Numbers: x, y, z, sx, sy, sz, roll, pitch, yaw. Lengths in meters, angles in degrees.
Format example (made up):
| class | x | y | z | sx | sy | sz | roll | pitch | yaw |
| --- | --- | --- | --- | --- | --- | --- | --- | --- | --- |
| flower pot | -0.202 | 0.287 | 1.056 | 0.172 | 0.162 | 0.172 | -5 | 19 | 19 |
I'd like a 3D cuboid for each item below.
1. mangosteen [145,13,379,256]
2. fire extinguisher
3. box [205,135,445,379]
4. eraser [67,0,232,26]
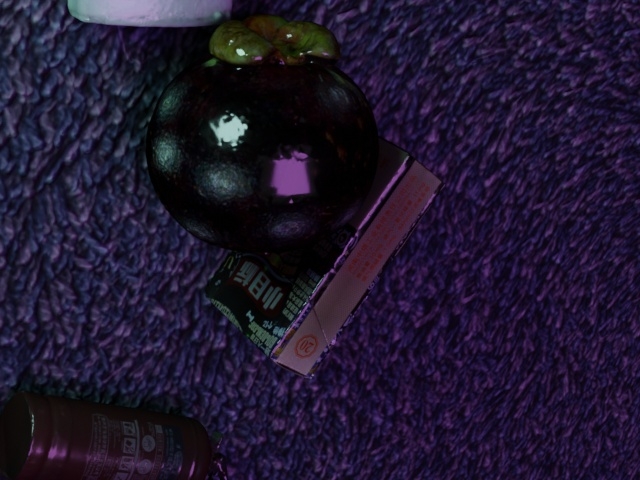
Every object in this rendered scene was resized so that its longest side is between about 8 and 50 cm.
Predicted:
| class | x | y | z | sx | sy | sz | roll | pitch | yaw |
| --- | --- | --- | --- | --- | --- | --- | --- | --- | --- |
| mangosteen | -0.067 | -0.123 | 1.306 | 0.288 | 0.288 | 0.288 | -13 | 119 | -26 |
| fire extinguisher | -0.255 | 0.289 | 1.478 | 0.337 | 0.114 | 0.136 | 15 | 83 | -35 |
| box | 0.000 | 0.000 | 1.448 | 0.084 | 0.198 | 0.310 | 33 | 92 | -39 |
| eraser | -0.183 | -0.385 | 1.214 | 0.189 | 0.104 | 0.290 | -7 | 115 | -25 |
